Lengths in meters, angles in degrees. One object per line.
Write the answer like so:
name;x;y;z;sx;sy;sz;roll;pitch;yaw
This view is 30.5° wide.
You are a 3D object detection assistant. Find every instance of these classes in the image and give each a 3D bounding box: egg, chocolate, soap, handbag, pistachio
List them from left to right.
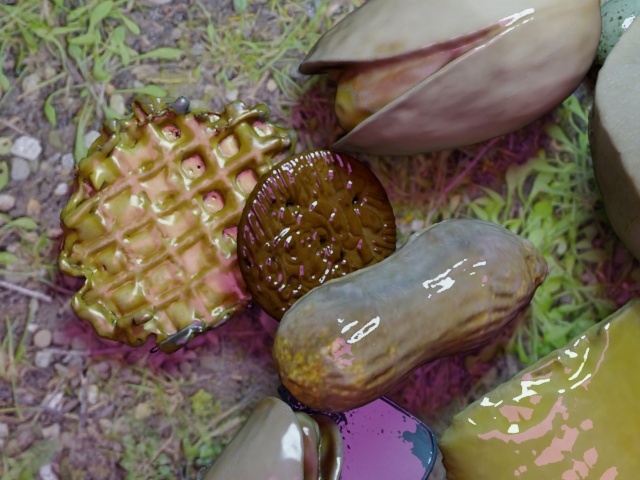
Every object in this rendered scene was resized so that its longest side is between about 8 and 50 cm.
pistachio;-0.053;0.258;1.101;0.144;0.144;0.215;23;89;-3
handbag;-0.003;0.251;1.199;0.179;0.062;0.229;35;83;-2
chocolate;0.088;0.067;1.164;0.309;0.134;0.134;-23;89;-23
pistachio;0.135;-0.185;1.179;0.299;0.187;0.187;-22;89;-2
egg;0.332;-0.221;1.249;0.110;0.085;0.085;-30;89;-16
soap;0.320;0.293;1.166;0.306;0.115;0.427;-30;92;-12

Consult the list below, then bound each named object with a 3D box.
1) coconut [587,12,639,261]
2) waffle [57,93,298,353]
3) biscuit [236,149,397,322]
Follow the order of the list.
coconut;0.430;-0.105;1.120;0.352;0.352;0.352;0;86;-5
waffle;-0.132;-0.018;1.206;0.262;0.060;0.280;14;85;-4
biscuit;0.001;0.000;1.193;0.188;0.027;0.188;-3;97;-31
